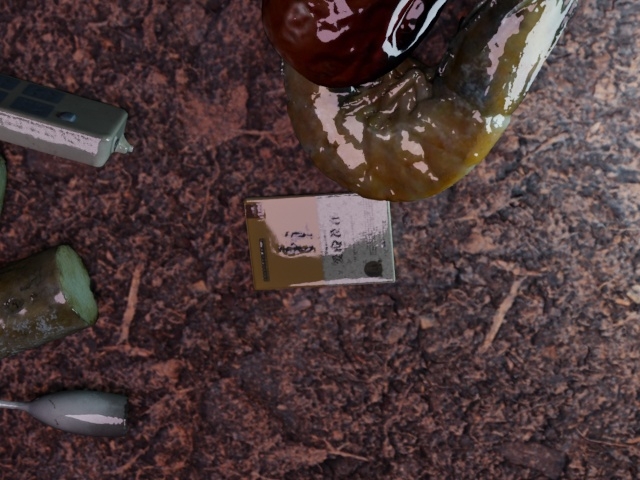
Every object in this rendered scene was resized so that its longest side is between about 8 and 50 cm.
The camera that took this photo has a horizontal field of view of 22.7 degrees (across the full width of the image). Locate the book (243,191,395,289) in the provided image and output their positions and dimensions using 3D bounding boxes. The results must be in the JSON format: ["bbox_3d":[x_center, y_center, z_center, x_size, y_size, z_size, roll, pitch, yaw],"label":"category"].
[{"bbox_3d":[0.000,0.000,1.898,0.172,0.012,0.118,-4,110,6],"label":"book"}]

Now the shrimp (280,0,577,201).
[{"bbox_3d":[0.131,-0.241,1.763,0.272,0.085,0.445,38,113,-4],"label":"shrimp"}]

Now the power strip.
[{"bbox_3d":[-0.345,-0.147,1.811,0.270,0.118,0.046,16,109,-2],"label":"power strip"}]

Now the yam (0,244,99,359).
[{"bbox_3d":[-0.373,0.084,1.913,0.194,0.107,0.107,-21,109,13],"label":"yam"}]

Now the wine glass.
[{"bbox_3d":[-0.336,0.207,1.984,0.198,0.066,0.066,5,112,1],"label":"wine glass"}]

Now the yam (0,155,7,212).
[{"bbox_3d":[-0.508,-0.037,1.845,0.268,0.161,0.161,-4,111,6],"label":"yam"}]

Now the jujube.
[{"bbox_3d":[0.053,-0.261,1.627,0.236,0.168,0.168,-36,105,11],"label":"jujube"}]
